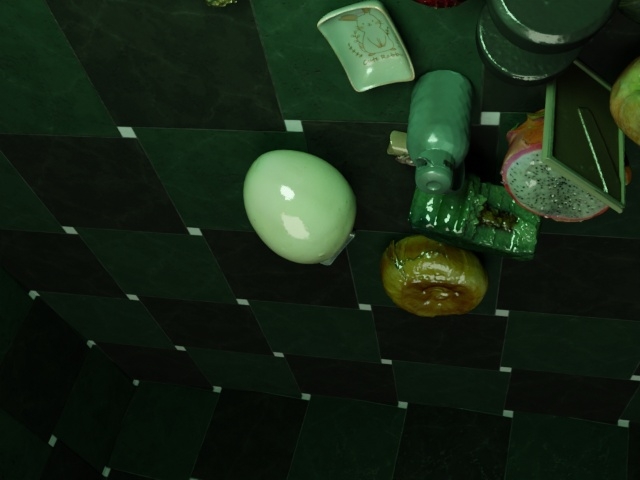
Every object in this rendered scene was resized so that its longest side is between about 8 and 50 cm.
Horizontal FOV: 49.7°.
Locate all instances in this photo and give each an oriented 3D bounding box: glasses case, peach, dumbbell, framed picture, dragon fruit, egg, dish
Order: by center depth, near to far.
[{"bbox_3d":[0.380,-0.397,1.194,0.204,0.203,0.322,6,-178,9],"label":"dumbbell"},{"bbox_3d":[0.717,-0.273,1.404,0.236,0.214,0.214,23,147,-32],"label":"peach"},{"bbox_3d":[0.546,-0.235,1.416,0.232,0.314,0.024,28,147,-23],"label":"framed picture"},{"bbox_3d":[0.105,-0.427,1.481,0.151,0.077,0.212,-6,144,29],"label":"dish"},{"bbox_3d":[0.563,-0.198,1.611,0.291,0.189,0.290,14,144,10],"label":"dragon fruit"},{"bbox_3d":[0.263,-0.209,1.783,0.194,0.070,0.102,13,150,-1],"label":"glasses case"},{"bbox_3d":[-0.060,-0.096,1.871,0.283,0.282,0.345,-18,136,38],"label":"egg"}]

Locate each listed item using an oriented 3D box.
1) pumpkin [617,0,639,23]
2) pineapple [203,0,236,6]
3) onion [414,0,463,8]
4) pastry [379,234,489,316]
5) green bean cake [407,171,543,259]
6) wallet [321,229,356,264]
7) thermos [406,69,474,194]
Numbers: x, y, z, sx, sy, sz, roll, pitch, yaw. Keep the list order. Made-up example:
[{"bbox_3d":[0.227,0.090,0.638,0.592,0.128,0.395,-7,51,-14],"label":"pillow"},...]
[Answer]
[{"bbox_3d":[0.607,-0.485,1.112,0.300,0.207,0.300,18,142,14],"label":"pumpkin"},{"bbox_3d":[-0.155,-0.537,1.386,0.198,0.108,0.108,-11,144,12],"label":"pineapple"},{"bbox_3d":[0.207,-0.512,1.181,0.252,0.219,0.252,2,137,2],"label":"onion"},{"bbox_3d":[0.358,0.111,2.183,0.356,0.163,0.355,8,142,6],"label":"pastry"},{"bbox_3d":[0.406,-0.064,1.770,0.308,0.169,0.300,14,176,21],"label":"green bean cake"},{"bbox_3d":[0.000,0.002,2.236,0.168,0.036,0.222,20,147,-14],"label":"wallet"},{"bbox_3d":[0.271,-0.226,1.549,0.145,0.286,0.182,-13,142,35],"label":"thermos"}]
